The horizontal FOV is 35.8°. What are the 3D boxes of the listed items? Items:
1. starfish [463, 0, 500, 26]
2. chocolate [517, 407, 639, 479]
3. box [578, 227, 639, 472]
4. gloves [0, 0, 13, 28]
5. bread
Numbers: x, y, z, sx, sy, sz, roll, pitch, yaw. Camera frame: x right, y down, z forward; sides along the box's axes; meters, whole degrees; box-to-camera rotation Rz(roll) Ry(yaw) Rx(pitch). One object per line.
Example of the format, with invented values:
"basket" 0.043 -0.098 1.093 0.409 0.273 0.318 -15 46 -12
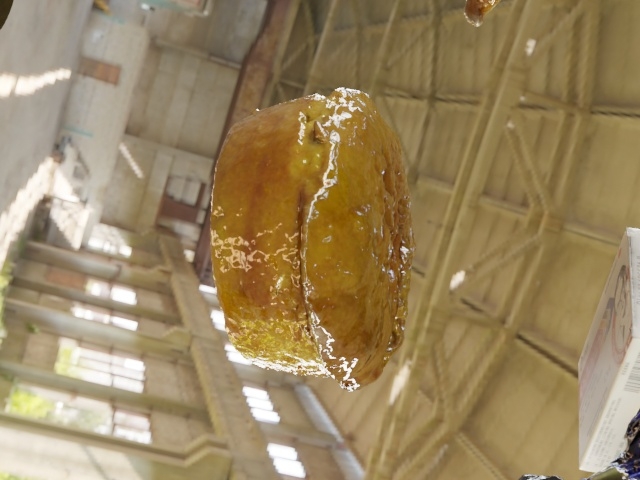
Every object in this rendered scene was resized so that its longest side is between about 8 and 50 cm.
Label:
"starfish" 0.245 -0.271 0.718 0.375 0.094 0.327 -26 -114 42
"chocolate" 0.259 0.245 0.929 0.148 0.343 0.126 60 -10 13
"box" 0.459 0.177 1.519 0.353 0.069 0.214 94 7 -47
"gloves" -0.296 -0.168 0.608 0.106 0.180 0.129 72 38 -67
"bread" 0.001 0.004 1.012 0.312 0.172 0.312 -2 90 -71
